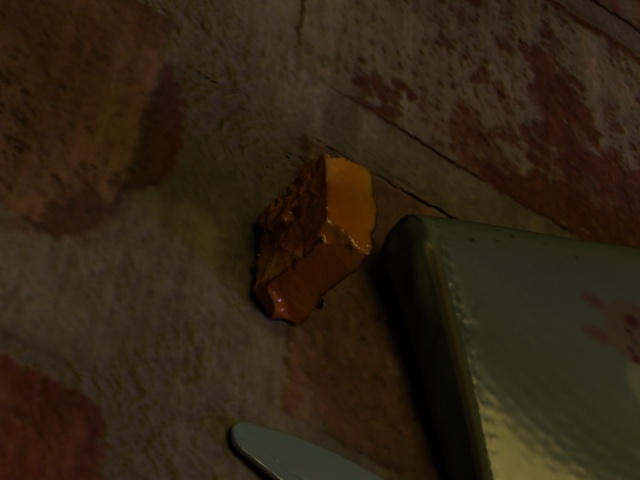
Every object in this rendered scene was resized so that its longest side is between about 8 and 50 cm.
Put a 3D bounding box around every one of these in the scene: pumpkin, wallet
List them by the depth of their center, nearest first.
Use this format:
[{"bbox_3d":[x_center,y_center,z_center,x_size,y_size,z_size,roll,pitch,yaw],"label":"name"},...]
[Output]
[{"bbox_3d":[0.000,0.000,1.002,0.054,0.074,0.083,33,35,-24],"label":"pumpkin"},{"bbox_3d":[0.219,0.102,1.084,0.360,0.083,0.252,7,49,-29],"label":"wallet"}]

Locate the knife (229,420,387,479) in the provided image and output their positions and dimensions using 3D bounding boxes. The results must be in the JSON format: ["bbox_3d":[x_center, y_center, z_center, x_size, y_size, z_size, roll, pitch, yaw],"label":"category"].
[{"bbox_3d":[0.088,0.198,0.916,0.331,0.044,0.080,42,35,6],"label":"knife"}]
